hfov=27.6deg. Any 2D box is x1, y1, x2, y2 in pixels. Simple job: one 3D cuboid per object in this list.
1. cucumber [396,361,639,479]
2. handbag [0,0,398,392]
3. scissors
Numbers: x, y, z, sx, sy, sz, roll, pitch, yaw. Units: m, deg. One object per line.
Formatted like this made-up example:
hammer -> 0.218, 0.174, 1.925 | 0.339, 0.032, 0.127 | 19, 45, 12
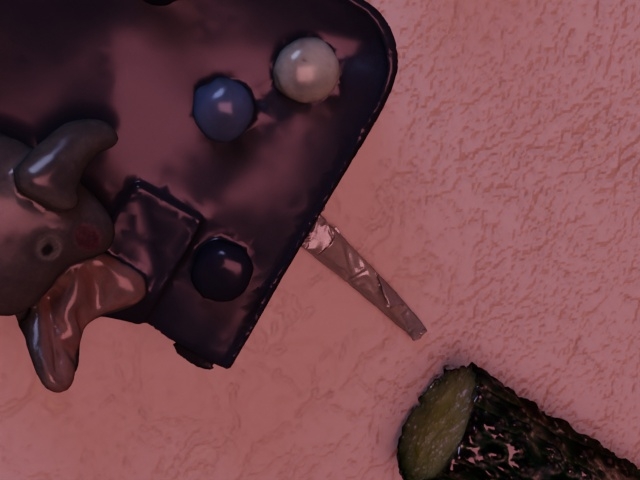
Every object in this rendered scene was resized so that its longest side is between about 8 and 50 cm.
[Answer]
cucumber -> 0.214, 0.208, 0.930 | 0.359, 0.096, 0.096 | 33, 94, -23
handbag -> -0.146, -0.073, 0.709 | 0.325, 0.118, 0.269 | 25, 100, -16
scissors -> 0.000, 0.000, 0.835 | 0.110, 0.021, 0.212 | -46, 112, 2
